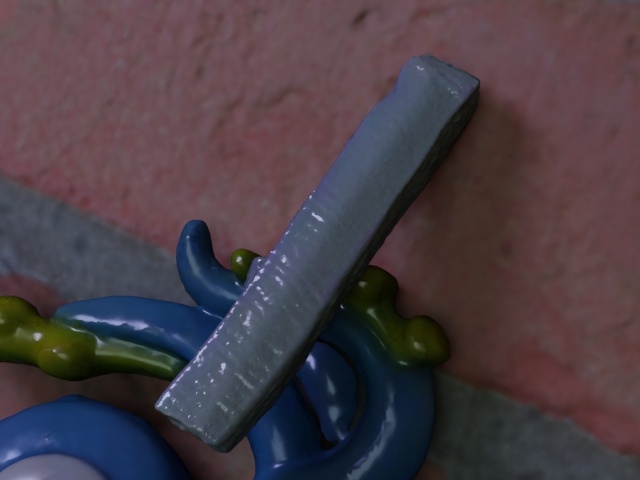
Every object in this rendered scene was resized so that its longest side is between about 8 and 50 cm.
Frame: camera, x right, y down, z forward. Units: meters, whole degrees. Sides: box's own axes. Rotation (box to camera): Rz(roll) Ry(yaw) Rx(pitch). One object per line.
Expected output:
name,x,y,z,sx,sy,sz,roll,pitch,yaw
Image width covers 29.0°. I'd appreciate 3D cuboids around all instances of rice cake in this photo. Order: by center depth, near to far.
rice cake,0.000,0.000,0.474,0.042,0.030,0.180,30,72,18

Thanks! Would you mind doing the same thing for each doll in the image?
doll,-0.046,0.168,0.482,0.341,0.099,0.346,11,88,18
